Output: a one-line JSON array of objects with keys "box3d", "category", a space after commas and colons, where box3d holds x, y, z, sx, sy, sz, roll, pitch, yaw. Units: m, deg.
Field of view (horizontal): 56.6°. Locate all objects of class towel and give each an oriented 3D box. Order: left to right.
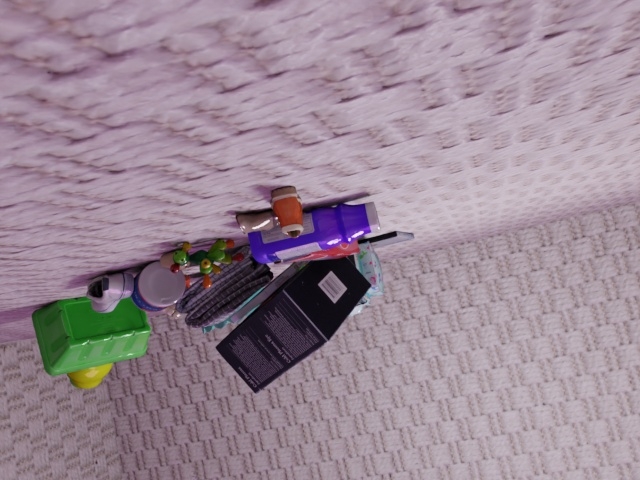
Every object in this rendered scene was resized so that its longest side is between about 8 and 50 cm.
[{"box3d": [-0.263, 0.145, 1.731, 0.283, 0.121, 0.235, -36, 173, -1], "category": "towel"}]

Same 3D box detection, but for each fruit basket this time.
[{"box3d": [-0.818, 0.357, 2.120, 0.392, 0.283, 0.392, -21, 162, -7], "category": "fruit basket"}]

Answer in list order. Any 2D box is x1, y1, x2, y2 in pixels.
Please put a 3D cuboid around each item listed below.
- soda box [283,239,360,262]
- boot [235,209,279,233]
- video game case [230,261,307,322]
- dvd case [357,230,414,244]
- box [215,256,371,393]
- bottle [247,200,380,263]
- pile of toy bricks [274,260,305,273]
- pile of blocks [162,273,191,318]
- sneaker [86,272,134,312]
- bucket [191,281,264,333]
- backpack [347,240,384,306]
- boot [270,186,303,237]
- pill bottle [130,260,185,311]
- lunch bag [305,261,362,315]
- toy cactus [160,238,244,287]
[{"box3d": [0.000, 0.000, 1.501, 0.083, 0.092, 0.263, -15, 173, 28], "category": "soda box"}, {"box3d": [-0.118, -0.043, 1.193, 0.087, 0.042, 0.118, -19, 174, 0], "category": "boot"}, {"box3d": [-0.147, 0.141, 1.733, 0.206, 0.026, 0.227, -42, -179, -39], "category": "video game case"}, {"box3d": [0.237, 0.001, 2.232, 0.180, 0.022, 0.253, -15, 173, 22], "category": "dvd case"}, {"box3d": [-0.070, 0.211, 1.672, 0.312, 0.179, 0.343, -42, 180, 31], "category": "box"}, {"box3d": [-0.012, -0.021, 1.306, 0.282, 0.092, 0.118, -14, 174, 9], "category": "bottle"}, {"box3d": [-0.074, 0.068, 1.868, 0.118, 0.105, 0.212, -15, 173, 18], "category": "pile of toy bricks"}, {"box3d": [-0.484, 0.150, 1.925, 0.113, 0.149, 0.362, -55, -172, -6], "category": "pile of blocks"}, {"box3d": [-0.599, 0.137, 1.635, 0.091, 0.094, 0.258, 10, 154, -35], "category": "sneaker"}, {"box3d": [-0.323, 0.207, 2.131, 0.281, 0.183, 0.281, -18, 176, -1], "category": "bucket"}, {"box3d": [0.123, 0.124, 2.093, 0.191, 0.225, 0.253, -11, 159, 5], "category": "backpack"}, {"box3d": [-0.058, -0.042, 1.098, 0.059, 0.085, 0.158, -14, 175, 1], "category": "boot"}, {"box3d": [-0.454, 0.133, 1.632, 0.124, 0.124, 0.221, -9, 172, -27], "category": "pill bottle"}, {"box3d": [0.041, 0.176, 2.306, 0.223, 0.262, 0.160, -7, 172, -30], "category": "lunch bag"}, {"box3d": [-0.301, 0.052, 1.432, 0.180, 0.112, 0.219, -5, -174, 26], "category": "toy cactus"}]
